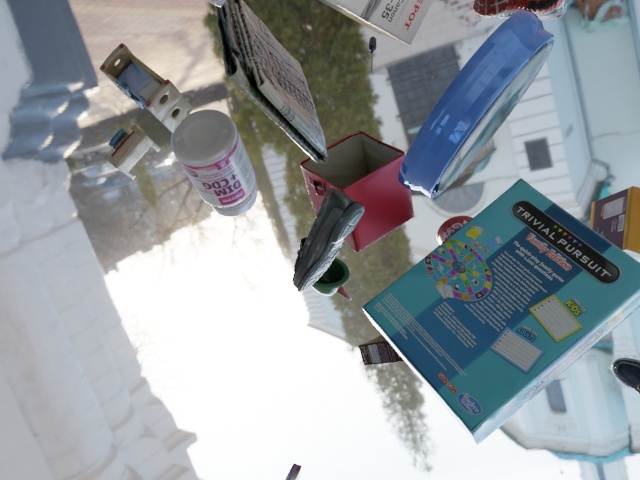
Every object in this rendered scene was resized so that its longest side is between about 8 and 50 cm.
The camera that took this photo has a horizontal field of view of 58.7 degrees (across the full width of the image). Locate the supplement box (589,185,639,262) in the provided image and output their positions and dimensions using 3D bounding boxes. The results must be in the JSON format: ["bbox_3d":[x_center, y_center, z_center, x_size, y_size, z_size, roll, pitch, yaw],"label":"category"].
[{"bbox_3d":[0.909,-0.032,1.683,0.129,0.191,0.194,13,168,-6],"label":"supplement box"}]

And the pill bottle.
[{"bbox_3d":[-0.257,-0.185,1.447,0.161,0.160,0.283,-18,152,0],"label":"pill bottle"}]

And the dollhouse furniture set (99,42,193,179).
[{"bbox_3d":[-0.363,-0.239,1.068,0.183,0.129,0.129,-51,169,-5],"label":"dollhouse furniture set"}]

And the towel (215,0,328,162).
[{"bbox_3d":[-0.096,-0.353,1.171,0.056,0.312,0.324,-27,146,21],"label":"towel"}]

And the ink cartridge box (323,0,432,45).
[{"bbox_3d":[0.074,-0.481,0.938,0.283,0.207,0.117,13,-157,-38],"label":"ink cartridge box"}]

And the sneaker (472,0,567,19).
[{"bbox_3d":[0.450,-0.535,1.297,0.225,0.088,0.093,28,-170,42],"label":"sneaker"}]

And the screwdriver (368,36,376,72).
[{"bbox_3d":[0.140,-0.513,1.577,0.025,0.024,0.169,4,-130,10],"label":"screwdriver"}]

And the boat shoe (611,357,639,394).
[{"bbox_3d":[0.685,0.299,1.173,0.083,0.065,0.183,16,-168,-46],"label":"boat shoe"}]

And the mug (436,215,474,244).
[{"bbox_3d":[0.355,0.046,1.369,0.113,0.150,0.169,-16,-147,10],"label":"mug"}]

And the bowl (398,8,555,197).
[{"bbox_3d":[0.301,-0.246,1.093,0.391,0.077,0.391,-48,167,-14],"label":"bowl"}]

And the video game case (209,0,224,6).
[{"bbox_3d":[-0.111,-0.485,0.823,0.026,0.226,0.206,23,174,-6],"label":"video game case"}]

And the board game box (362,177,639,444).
[{"bbox_3d":[0.274,0.095,0.864,0.336,0.079,0.254,-38,-127,-4],"label":"board game box"}]

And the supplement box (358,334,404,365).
[{"bbox_3d":[0.253,0.329,1.769,0.240,0.073,0.130,-17,177,42],"label":"supplement box"}]

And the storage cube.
[{"bbox_3d":[0.090,-0.122,1.389,0.215,0.193,0.184,-33,-139,-18],"label":"storage cube"}]

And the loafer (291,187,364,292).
[{"bbox_3d":[0.000,0.000,1.231,0.096,0.084,0.267,-29,158,-52],"label":"loafer"}]

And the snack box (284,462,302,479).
[{"bbox_3d":[-0.069,0.538,1.157,0.022,0.178,0.064,17,-151,14],"label":"snack box"}]

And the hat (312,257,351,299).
[{"bbox_3d":[0.010,0.169,1.936,0.209,0.183,0.173,12,-142,3],"label":"hat"}]
